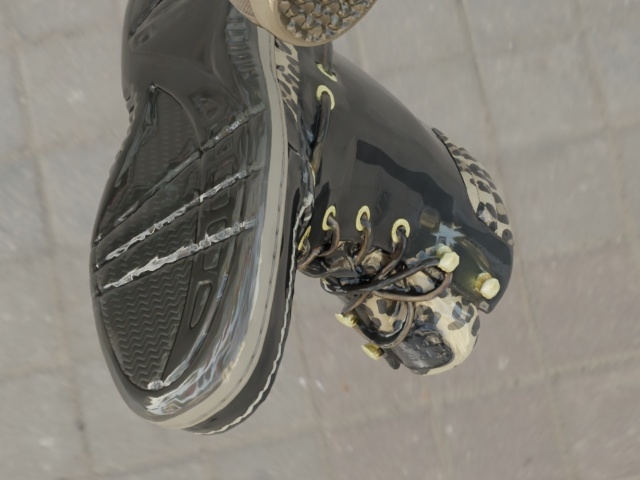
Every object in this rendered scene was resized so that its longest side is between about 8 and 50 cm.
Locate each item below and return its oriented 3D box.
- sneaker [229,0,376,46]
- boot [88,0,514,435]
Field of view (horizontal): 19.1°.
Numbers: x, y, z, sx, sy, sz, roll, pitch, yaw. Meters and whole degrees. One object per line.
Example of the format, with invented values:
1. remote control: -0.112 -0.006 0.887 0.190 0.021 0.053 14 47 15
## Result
1. sneaker: 0.028 -0.160 0.712 0.188 0.066 0.071 -47 43 -3
2. boot: 0.000 0.000 1.179 0.138 0.284 0.377 -31 41 25
